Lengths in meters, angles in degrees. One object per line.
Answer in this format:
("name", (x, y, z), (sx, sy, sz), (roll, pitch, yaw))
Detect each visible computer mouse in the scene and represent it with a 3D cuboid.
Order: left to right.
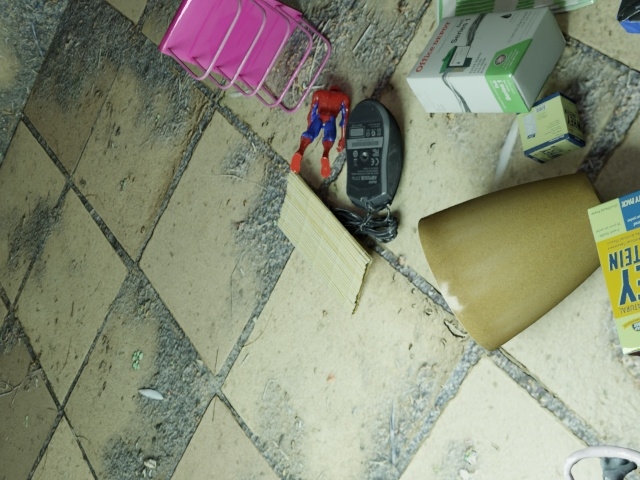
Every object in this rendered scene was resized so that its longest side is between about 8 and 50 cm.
("computer mouse", (0.102, -0.138, 1.582), (0.188, 0.072, 0.272), (10, 99, 47))

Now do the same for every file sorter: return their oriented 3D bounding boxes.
("file sorter", (-0.150, -0.415, 1.736), (0.182, 0.290, 0.202), (48, 114, 37))

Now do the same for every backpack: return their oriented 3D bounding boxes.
("backpack", (0.517, -0.348, 1.187), (0.120, 0.101, 0.098), (18, 96, 42))

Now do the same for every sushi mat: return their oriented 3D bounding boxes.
("sushi mat", (0.000, 0.000, 1.645), (0.316, 0.019, 0.151), (50, 140, 39))

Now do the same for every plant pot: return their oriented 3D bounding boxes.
("plant pot", (0.317, 0.009, 1.237), (0.254, 0.237, 0.237), (-31, 59, 21))

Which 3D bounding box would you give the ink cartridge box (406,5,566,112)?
("ink cartridge box", (0.279, -0.304, 1.383), (0.219, 0.092, 0.160), (9, 60, 45))

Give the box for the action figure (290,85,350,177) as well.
("action figure", (0.003, -0.206, 1.647), (0.139, 0.091, 0.280), (97, -173, -46))

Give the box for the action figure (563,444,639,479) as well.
("action figure", (0.449, 0.452, 0.968), (0.248, 0.275, 0.370), (-13, 58, 36))

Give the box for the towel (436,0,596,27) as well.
("towel", (0.338, -0.500, 1.422), (0.324, 0.038, 0.248), (-5, 86, 44))

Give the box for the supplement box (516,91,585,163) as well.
("supplement box", (0.375, -0.183, 1.321), (0.083, 0.056, 0.083), (-23, 65, 40))

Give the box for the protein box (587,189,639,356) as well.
("protein box", (0.478, 0.045, 1.063), (0.136, 0.201, 0.200), (-24, 65, 39))
